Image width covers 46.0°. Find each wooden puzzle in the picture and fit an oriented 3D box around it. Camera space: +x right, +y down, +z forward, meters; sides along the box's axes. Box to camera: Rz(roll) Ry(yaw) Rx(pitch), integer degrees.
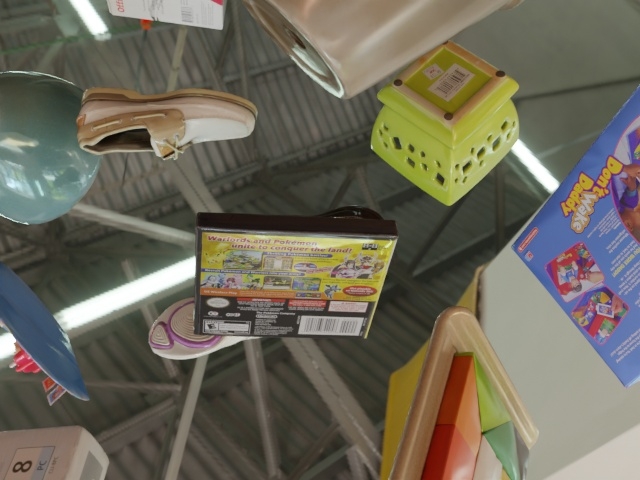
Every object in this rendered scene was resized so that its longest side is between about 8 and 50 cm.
[{"bbox_3d":[0.137,0.214,0.676,0.221,0.044,0.239,57,-135,-31],"label":"wooden puzzle"}]

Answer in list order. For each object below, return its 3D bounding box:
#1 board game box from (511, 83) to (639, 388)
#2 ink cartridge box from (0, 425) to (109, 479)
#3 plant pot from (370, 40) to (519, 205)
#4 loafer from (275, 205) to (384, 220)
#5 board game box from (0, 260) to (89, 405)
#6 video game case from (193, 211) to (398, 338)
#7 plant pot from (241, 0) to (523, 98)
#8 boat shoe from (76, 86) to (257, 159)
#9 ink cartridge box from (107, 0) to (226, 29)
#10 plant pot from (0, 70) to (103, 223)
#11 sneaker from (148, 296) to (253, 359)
[{"bbox_3d":[0.396,-0.020,0.865,0.078,0.347,0.233,-17,-120,-33],"label":"board game box"},{"bbox_3d":[-0.458,0.366,0.825,0.385,0.091,0.308,-6,-137,11],"label":"ink cartridge box"},{"bbox_3d":[0.248,-0.248,1.485,0.228,0.207,0.227,-43,-115,-17],"label":"plant pot"},{"bbox_3d":[0.000,0.000,1.214,0.220,0.080,0.078,-6,-155,23],"label":"loafer"},{"bbox_3d":[-0.269,0.082,0.674,0.033,0.133,0.168,-37,-143,-8],"label":"board game box"},{"bbox_3d":[-0.045,0.059,1.101,0.274,0.248,0.035,2,-132,-8],"label":"video game case"},{"bbox_3d":[0.061,-0.327,0.856,0.280,0.323,0.323,-45,-103,-1],"label":"plant pot"},{"bbox_3d":[-0.258,-0.187,1.269,0.302,0.113,0.103,1,-114,6],"label":"boat shoe"},{"bbox_3d":[-0.197,-0.336,0.969,0.150,0.109,0.063,7,-112,-5],"label":"ink cartridge box"},{"bbox_3d":[-0.575,-0.192,1.383,0.290,0.195,0.290,-4,-102,19],"label":"plant pot"},{"bbox_3d":[-0.159,0.157,1.389,0.305,0.152,0.114,-18,-117,-5],"label":"sneaker"}]
